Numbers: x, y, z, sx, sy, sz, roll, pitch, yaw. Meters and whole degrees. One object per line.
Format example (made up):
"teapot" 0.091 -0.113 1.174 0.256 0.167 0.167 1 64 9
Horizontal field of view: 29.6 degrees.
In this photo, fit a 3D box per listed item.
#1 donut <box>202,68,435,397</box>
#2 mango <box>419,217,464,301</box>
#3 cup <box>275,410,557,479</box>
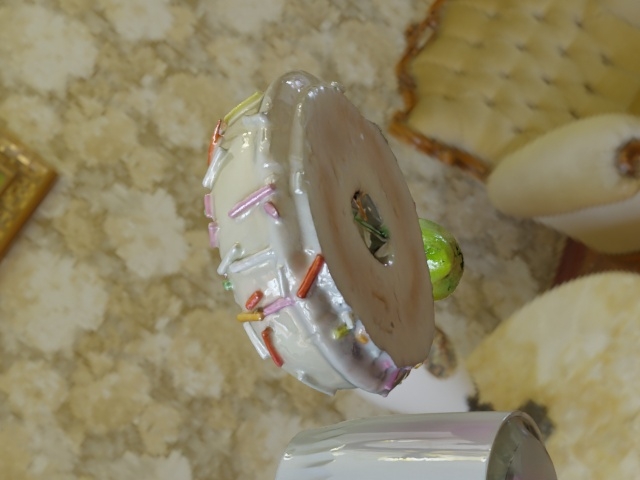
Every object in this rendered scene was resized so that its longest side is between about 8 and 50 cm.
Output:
"donut" 0.000 0.000 1.362 0.143 0.382 0.382 -19 29 22
"mango" 0.148 0.028 1.717 0.111 0.125 0.233 -63 6 -1
"cup" 0.137 0.371 1.738 0.372 0.253 0.253 -5 41 29
